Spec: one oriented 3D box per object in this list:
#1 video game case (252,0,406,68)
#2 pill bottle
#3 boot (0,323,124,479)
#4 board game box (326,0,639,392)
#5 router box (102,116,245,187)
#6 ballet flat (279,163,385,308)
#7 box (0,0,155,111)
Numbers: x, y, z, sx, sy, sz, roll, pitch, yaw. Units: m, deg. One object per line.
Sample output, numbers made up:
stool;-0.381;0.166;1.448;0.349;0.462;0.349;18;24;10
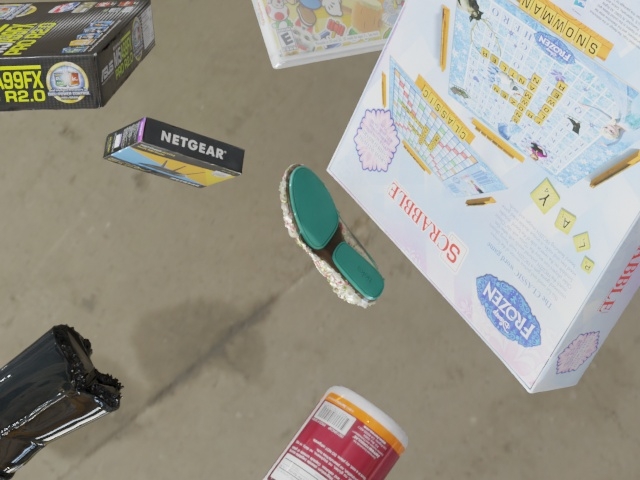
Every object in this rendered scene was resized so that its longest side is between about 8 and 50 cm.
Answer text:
video game case;0.014;-0.323;1.480;0.026;0.227;0.206;-25;81;61
pill bottle;0.001;0.207;1.048;0.086;0.152;0.086;35;166;10
boot;-0.377;0.154;1.436;0.207;0.094;0.246;-36;111;12
board game box;0.168;-0.097;1.025;0.066;0.318;0.318;-1;129;-40
router box;-0.227;-0.134;1.902;0.179;0.046;0.133;16;163;-32
ballet flat;0.000;0.000;1.701;0.077;0.091;0.241;-5;125;50
box;-0.313;-0.206;1.341;0.216;0.270;0.060;0;113;6
